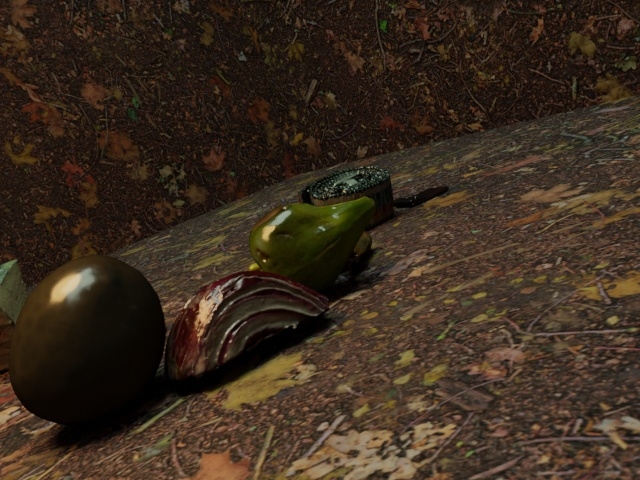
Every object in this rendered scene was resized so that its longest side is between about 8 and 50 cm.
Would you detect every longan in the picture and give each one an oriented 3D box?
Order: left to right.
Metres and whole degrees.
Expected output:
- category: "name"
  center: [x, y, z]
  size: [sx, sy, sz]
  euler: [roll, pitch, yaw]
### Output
- category: "longan"
  center: [-0.388, 0.174, 1.102]
  size: [0.243, 0.300, 0.300]
  euler: [22, 13, -1]

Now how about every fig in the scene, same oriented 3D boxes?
- category: "fig"
  center: [0.000, 0.000, 1.334]
  size: [0.275, 0.206, 0.206]
  euler: [-27, 11, -1]

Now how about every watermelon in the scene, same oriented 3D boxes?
- category: "watermelon"
  center: [-0.833, 0.247, 1.686]
  size: [0.228, 0.258, 0.387]
  euler: [27, 89, 56]

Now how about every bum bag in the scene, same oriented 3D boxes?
- category: "bum bag"
  center: [0.311, -0.140, 2.020]
  size: [0.159, 0.026, 0.109]
  euler: [-24, 11, -25]

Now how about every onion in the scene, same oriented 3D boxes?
- category: "onion"
  center: [-0.174, 0.136, 1.183]
  size: [0.314, 0.146, 0.280]
  euler: [-31, 12, -33]

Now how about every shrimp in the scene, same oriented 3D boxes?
- category: "shrimp"
  center: [0.044, 0.033, 1.519]
  size: [0.152, 0.062, 0.287]
  euler: [-19, 8, 12]

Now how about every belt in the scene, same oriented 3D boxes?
- category: "belt"
  center: [0.084, -0.102, 1.897]
  size: [0.207, 0.160, 0.295]
  euler: [16, 34, 42]

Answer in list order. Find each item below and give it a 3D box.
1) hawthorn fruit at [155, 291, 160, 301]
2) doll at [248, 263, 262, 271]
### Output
- category: "hawthorn fruit"
  center: [-0.469, 0.171, 1.480]
  size: [0.200, 0.179, 0.179]
  euler: [-39, 9, 7]
- category: "doll"
  center: [-0.073, 0.022, 1.605]
  size: [0.241, 0.098, 0.135]
  euler: [-36, -10, -20]
